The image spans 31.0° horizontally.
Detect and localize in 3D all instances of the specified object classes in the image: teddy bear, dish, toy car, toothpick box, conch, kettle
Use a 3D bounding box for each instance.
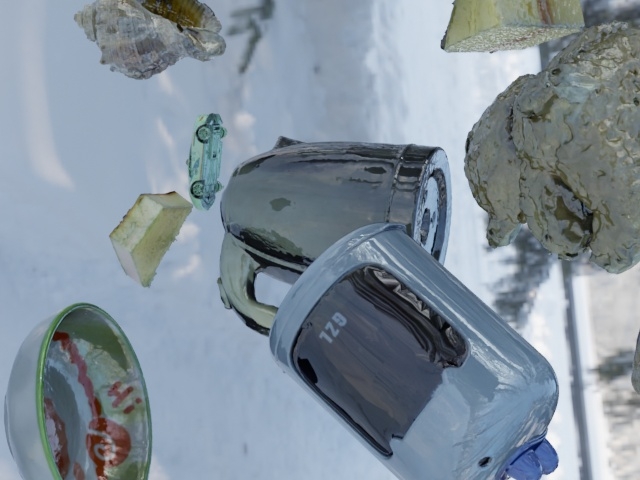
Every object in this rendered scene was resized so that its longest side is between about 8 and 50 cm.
[{"bbox_3d":[0.231,-0.093,1.098,0.256,0.156,0.267,135,-27,-71],"label":"teddy bear"},{"bbox_3d":[-0.370,0.259,1.667,0.324,0.124,0.324,-12,90,-74],"label":"dish"},{"bbox_3d":[-0.221,-0.148,2.165,0.093,0.058,0.186,-22,120,-70],"label":"toy car"},{"bbox_3d":[0.139,0.169,1.417,0.355,0.263,0.263,42,-6,24],"label":"toothpick box"},{"bbox_3d":[-0.271,-0.343,1.855,0.163,0.245,0.178,112,-13,-71],"label":"conch"},{"bbox_3d":[0.000,0.000,1.672,0.228,0.324,0.320,53,47,-64],"label":"kettle"}]

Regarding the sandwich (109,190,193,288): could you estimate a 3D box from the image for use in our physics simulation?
[{"bbox_3d":[-0.328,0.004,2.094,0.193,0.058,0.162,-59,162,16],"label":"sandwich"}]

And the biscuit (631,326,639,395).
[{"bbox_3d":[0.462,0.149,1.604,0.071,0.018,0.147,-158,-102,-72],"label":"biscuit"}]

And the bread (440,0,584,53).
[{"bbox_3d":[0.276,-0.384,1.737,0.240,0.135,0.178,-12,90,-46],"label":"bread"}]
